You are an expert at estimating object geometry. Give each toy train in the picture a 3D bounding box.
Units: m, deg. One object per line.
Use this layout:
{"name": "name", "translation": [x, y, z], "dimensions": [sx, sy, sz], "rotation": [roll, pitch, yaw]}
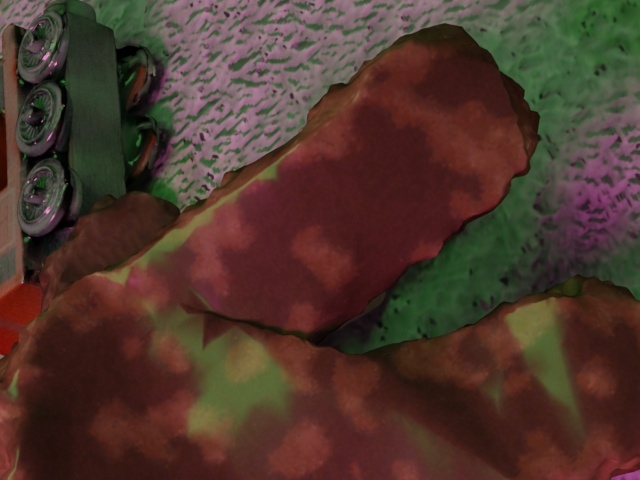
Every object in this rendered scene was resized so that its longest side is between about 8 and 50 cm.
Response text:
{"name": "toy train", "translation": [-0.141, -0.035, 0.977], "dimensions": [0.118, 0.074, 0.175], "rotation": [-34, 51, 35]}

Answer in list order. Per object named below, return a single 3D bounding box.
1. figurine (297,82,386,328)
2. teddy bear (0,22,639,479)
{"name": "figurine", "translation": [0.000, 0.000, 0.821], "dimensions": [0.187, 0.083, 0.083], "rotation": [-59, 39, 25]}
{"name": "teddy bear", "translation": [-0.023, 0.082, 0.748], "dimensions": [0.296, 0.222, 0.246], "rotation": [-29, 78, -5]}
